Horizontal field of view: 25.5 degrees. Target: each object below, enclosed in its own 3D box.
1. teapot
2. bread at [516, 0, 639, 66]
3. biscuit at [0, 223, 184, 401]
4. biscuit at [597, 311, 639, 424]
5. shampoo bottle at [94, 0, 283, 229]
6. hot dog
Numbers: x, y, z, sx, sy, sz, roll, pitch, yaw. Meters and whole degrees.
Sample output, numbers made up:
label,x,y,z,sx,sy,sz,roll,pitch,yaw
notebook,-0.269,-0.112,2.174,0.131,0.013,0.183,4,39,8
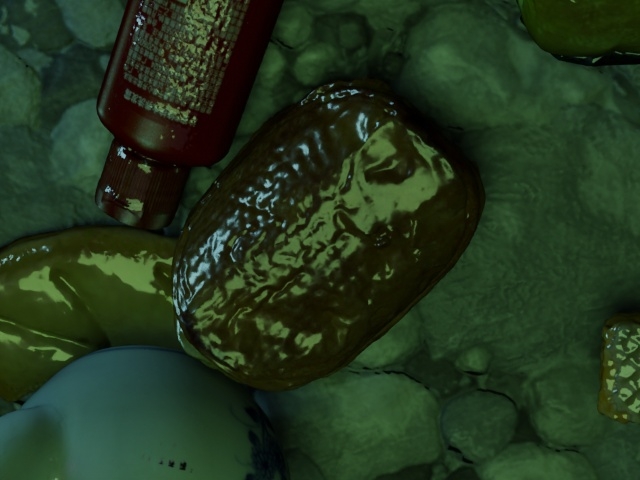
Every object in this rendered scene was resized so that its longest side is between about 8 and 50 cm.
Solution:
label,x,y,z,sx,sy,sz,roll,pitch,yaw
teapot,-0.149,0.241,1.167,0.252,0.280,0.424,-23,141,33
bread,0.296,-0.243,0.965,0.377,0.208,0.251,0,107,13
biscuit,-0.184,0.060,1.243,0.299,0.045,0.154,-7,110,11
biscuit,0.416,0.108,1.140,0.379,0.054,0.094,2,105,5
shampoo bottle,-0.102,-0.159,1.123,0.118,0.076,0.314,21,114,-1
hot dog,0.000,0.000,1.146,0.196,0.122,0.272,41,105,-4
